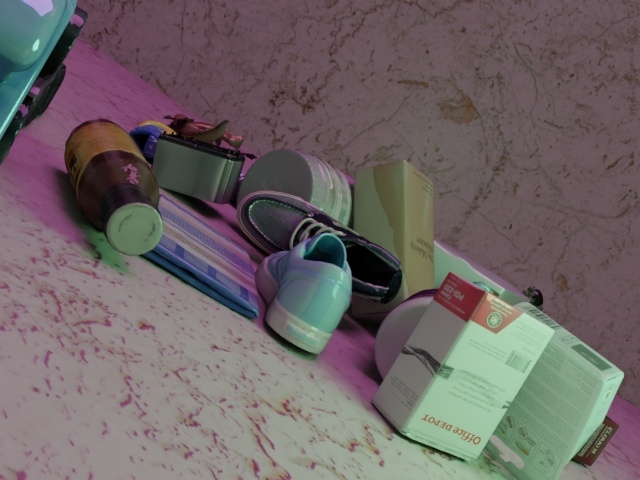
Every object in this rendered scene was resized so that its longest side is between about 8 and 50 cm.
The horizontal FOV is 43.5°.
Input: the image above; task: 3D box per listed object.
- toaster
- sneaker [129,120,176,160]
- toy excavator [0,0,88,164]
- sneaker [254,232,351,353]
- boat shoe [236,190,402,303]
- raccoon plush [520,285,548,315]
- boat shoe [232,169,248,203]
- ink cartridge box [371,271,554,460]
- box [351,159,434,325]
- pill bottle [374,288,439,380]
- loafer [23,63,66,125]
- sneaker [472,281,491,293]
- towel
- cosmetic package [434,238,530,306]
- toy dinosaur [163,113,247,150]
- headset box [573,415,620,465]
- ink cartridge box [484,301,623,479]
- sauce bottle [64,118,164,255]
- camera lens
[{"bbox_3d":[-0.242,-0.149,1.643,0.186,0.110,0.168,17,8,1],"label":"toaster"},{"bbox_3d":[-0.327,-0.184,1.782,0.240,0.091,0.126,29,19,12],"label":"sneaker"},{"bbox_3d":[-0.386,-0.193,0.820,0.222,0.433,0.445,31,-20,-24],"label":"toy excavator"},{"bbox_3d":[-0.009,0.056,1.261,0.135,0.150,0.366,33,6,-15],"label":"sneaker"},{"bbox_3d":[0.000,0.000,1.448,0.341,0.127,0.158,26,-7,3],"label":"boat shoe"},{"bbox_3d":[0.416,0.221,2.264,0.299,0.216,0.446,14,-13,-29],"label":"raccoon plush"},{"bbox_3d":[-0.109,-0.089,2.023,0.335,0.121,0.119,6,34,-52],"label":"boat shoe"},{"bbox_3d":[0.196,0.176,1.106,0.158,0.218,0.092,29,2,-33],"label":"ink cartridge box"},{"bbox_3d":[0.149,0.012,1.623,0.121,0.311,0.148,-9,-19,31],"label":"box"},{"bbox_3d":[0.192,0.167,1.346,0.169,0.169,0.301,35,8,9],"label":"pill bottle"},{"bbox_3d":[-0.523,-0.280,1.423,0.095,0.109,0.302,27,12,-16],"label":"loafer"},{"bbox_3d":[0.311,0.201,1.531,0.110,0.122,0.283,32,36,-53],"label":"sneaker"},{"bbox_3d":[-0.187,0.017,1.216,0.209,0.034,0.285,34,9,-16],"label":"towel"},{"bbox_3d":[0.328,0.126,1.835,0.217,0.156,0.385,37,8,25],"label":"cosmetic package"},{"bbox_3d":[-0.297,-0.243,1.912,0.200,0.127,0.296,31,-9,-9],"label":"toy dinosaur"},{"bbox_3d":[0.446,0.329,1.635,0.293,0.110,0.218,29,8,-34],"label":"headset box"},{"bbox_3d":[0.320,0.237,1.189,0.066,0.232,0.189,-10,35,-34],"label":"ink cartridge box"},{"bbox_3d":[-0.283,-0.078,1.098,0.111,0.111,0.344,30,7,-29],"label":"sauce bottle"},{"bbox_3d":[-0.017,-0.058,1.704,0.219,0.219,0.274,39,9,37],"label":"camera lens"}]
